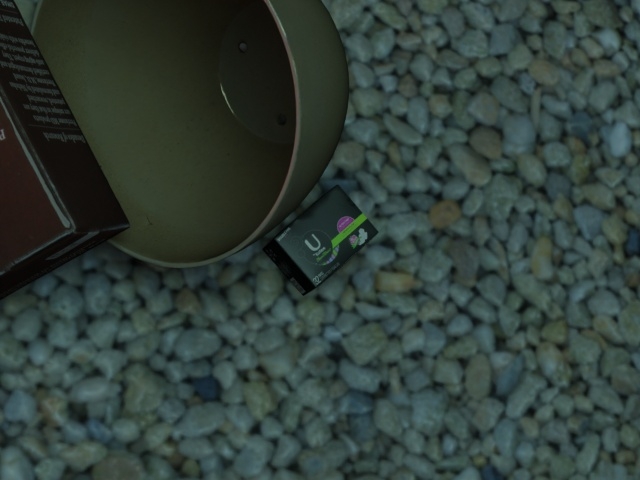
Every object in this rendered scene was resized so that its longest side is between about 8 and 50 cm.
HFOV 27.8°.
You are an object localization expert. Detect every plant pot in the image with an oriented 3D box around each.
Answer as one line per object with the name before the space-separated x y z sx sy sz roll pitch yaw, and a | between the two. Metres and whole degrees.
plant pot | -0.084 -0.135 1.120 0.191 0.284 0.284 -22 83 -54

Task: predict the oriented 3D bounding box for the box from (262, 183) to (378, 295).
box | 0.000 0.000 1.204 0.083 0.052 0.062 -42 92 -19

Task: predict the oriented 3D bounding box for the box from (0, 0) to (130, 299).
box | -0.336 -0.132 1.054 0.191 0.143 0.381 -28 85 12
